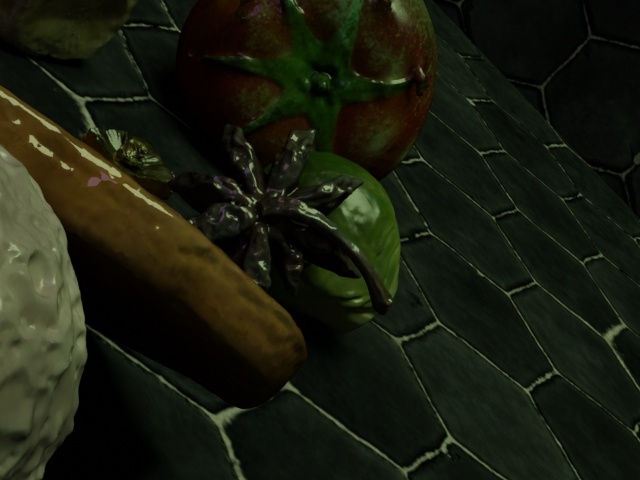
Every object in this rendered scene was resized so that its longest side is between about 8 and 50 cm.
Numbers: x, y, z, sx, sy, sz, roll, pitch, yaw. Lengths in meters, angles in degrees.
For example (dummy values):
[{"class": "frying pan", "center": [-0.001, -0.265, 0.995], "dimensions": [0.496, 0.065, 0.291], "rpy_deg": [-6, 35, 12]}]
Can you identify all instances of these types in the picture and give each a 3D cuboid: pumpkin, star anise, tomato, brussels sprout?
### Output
[{"class": "pumpkin", "center": [-0.183, -0.073, 1.441], "dimensions": [0.083, 0.054, 0.074], "rpy_deg": [9, 35, -48]}, {"class": "star anise", "center": [-0.039, -0.014, 1.405], "dimensions": [0.231, 0.209, 0.089], "rpy_deg": [8, -14, 0]}, {"class": "tomato", "center": [-0.019, -0.201, 1.738], "dimensions": [0.303, 0.303, 0.239], "rpy_deg": [38, 5, -17]}, {"class": "brussels sprout", "center": [0.004, -0.002, 1.520], "dimensions": [0.180, 0.143, 0.161], "rpy_deg": [45, 43, -17]}]

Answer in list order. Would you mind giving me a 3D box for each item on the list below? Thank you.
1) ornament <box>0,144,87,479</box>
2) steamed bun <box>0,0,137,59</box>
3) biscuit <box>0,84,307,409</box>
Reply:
[{"class": "ornament", "center": [-0.255, 0.042, 0.778], "dimensions": [0.225, 0.259, 0.259], "rpy_deg": [28, 25, -54]}, {"class": "steamed bun", "center": [-0.285, -0.284, 1.546], "dimensions": [0.155, 0.141, 0.172], "rpy_deg": [47, 23, 20]}, {"class": "biscuit", "center": [-0.192, -0.024, 1.027], "dimensions": [0.455, 0.078, 0.349], "rpy_deg": [40, -12, -25]}]
